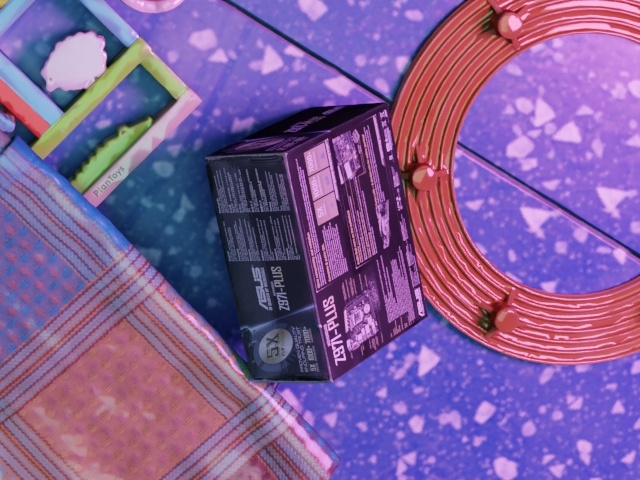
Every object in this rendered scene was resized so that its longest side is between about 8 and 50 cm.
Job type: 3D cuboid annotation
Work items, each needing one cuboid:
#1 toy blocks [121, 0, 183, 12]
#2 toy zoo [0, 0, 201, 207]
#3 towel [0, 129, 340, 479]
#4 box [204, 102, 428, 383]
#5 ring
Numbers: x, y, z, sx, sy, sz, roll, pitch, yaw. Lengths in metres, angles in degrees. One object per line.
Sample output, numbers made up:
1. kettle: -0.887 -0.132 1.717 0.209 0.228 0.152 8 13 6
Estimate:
1. toy blocks: -0.154 -0.345 1.289 0.289 0.260 0.309 27 90 -16
2. toy zoo: -0.258 -0.142 1.449 0.192 0.030 0.293 -45 106 2
3. towel: -0.204 0.128 1.471 0.271 0.040 0.370 -42 100 12
4. box: 0.000 0.000 1.464 0.078 0.147 0.180 -1 108 35
5. ring: 0.215 -0.059 1.557 0.337 0.032 0.336 -3 103 -11
